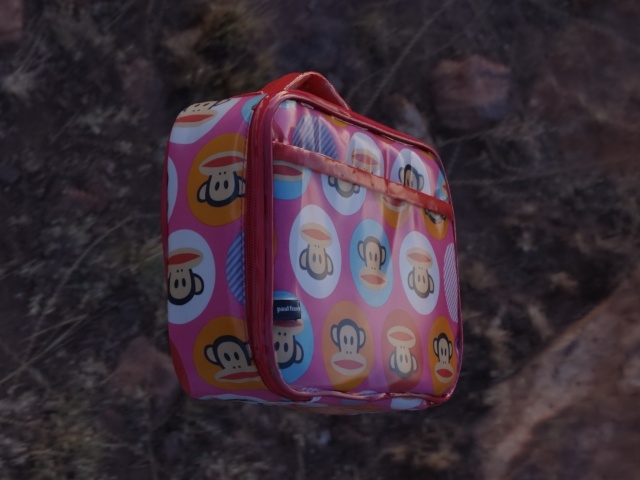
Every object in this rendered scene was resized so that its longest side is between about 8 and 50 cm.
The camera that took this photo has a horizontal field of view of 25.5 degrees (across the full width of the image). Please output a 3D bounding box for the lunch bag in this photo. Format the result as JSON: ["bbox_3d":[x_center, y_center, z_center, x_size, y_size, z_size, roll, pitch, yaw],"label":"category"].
[{"bbox_3d":[0.000,0.000,1.078,0.293,0.120,0.258,14,71,-57],"label":"lunch bag"}]
